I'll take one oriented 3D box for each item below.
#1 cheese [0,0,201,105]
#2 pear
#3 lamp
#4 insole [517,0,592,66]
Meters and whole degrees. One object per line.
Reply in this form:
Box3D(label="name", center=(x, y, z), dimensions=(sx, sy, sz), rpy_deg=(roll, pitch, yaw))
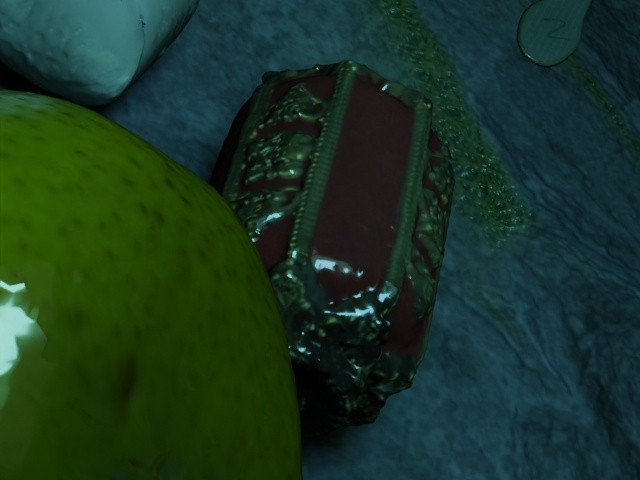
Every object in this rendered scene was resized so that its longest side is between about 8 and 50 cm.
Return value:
Box3D(label="cheese", center=(-0.173, -0.208, 0.964), dimensions=(0.198, 0.154, 0.189), rpy_deg=(40, 41, 1))
Box3D(label="pear", center=(-0.139, 0.113, 0.567), dimensions=(0.340, 0.191, 0.386), rpy_deg=(46, 58, -38))
Box3D(label="lamp", center=(0.000, 0.000, 0.909), dimensions=(0.177, 0.177, 0.274), rpy_deg=(26, 45, -13))
Box3D(label="insole", center=(0.237, -0.226, 1.329), dimensions=(0.064, 0.004, 0.188), rpy_deg=(37, 46, -4))
